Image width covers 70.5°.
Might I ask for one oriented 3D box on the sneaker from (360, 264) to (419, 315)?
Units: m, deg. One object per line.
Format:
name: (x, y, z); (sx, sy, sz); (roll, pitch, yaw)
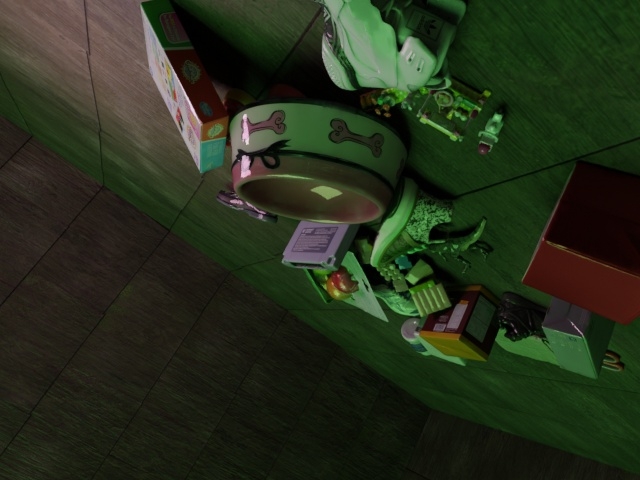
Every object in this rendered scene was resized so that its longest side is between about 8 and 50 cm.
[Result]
sneaker: (0.262, 0.179, 1.663); (0.296, 0.112, 0.131); (22, 158, 21)

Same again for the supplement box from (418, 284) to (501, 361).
supplement box: (0.454, 0.260, 1.451); (0.129, 0.194, 0.191); (37, 159, -16)

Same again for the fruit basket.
fruit basket: (0.079, 0.117, 1.629); (0.353, 0.165, 0.327); (12, 139, 51)

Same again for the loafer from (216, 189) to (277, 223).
loafer: (-0.269, -0.150, 1.714); (0.302, 0.095, 0.109); (23, -171, 33)

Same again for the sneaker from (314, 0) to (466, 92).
sneaker: (0.085, -0.350, 0.641); (0.210, 0.137, 0.366); (20, 162, 26)

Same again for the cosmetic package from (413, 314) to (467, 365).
cosmetic package: (0.472, 0.345, 1.691); (0.151, 0.151, 0.184); (11, 153, 42)

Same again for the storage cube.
storage cube: (0.501, 0.005, 0.805); (0.193, 0.184, 0.215); (24, 159, 24)

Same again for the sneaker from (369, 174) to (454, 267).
sneaker: (0.242, -0.009, 1.211); (0.182, 0.158, 0.410); (19, 160, 6)

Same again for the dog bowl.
dog bowl: (-0.015, -0.150, 1.015); (0.407, 0.150, 0.408); (8, 168, 2)

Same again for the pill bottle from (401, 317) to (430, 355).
pill bottle: (0.440, 0.429, 1.994); (0.112, 0.112, 0.187); (11, 152, 43)

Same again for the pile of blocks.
pile of blocks: (0.274, 0.086, 1.476); (0.362, 0.149, 0.112); (40, -157, 1)

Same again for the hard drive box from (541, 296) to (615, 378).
hard drive box: (0.622, 0.193, 1.078); (0.089, 0.181, 0.232); (11, 151, 45)

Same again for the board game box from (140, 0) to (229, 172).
board game box: (-0.320, -0.352, 1.071); (0.317, 0.064, 0.242); (62, 159, 7)

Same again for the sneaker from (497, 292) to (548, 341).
sneaker: (0.619, 0.255, 1.308); (0.227, 0.130, 0.087); (24, 161, 12)

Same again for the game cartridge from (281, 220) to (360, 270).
game cartridge: (0.000, 0.000, 1.484); (0.062, 0.198, 0.297); (43, 157, -28)

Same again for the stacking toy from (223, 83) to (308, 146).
stacking toy: (-0.122, -0.251, 1.169); (0.309, 0.130, 0.279); (10, 151, 46)

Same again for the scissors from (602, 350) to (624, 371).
scissors: (0.781, 0.339, 1.425); (0.297, 0.021, 0.109); (13, 153, 39)

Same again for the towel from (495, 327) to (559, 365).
towel: (0.677, 0.332, 1.504); (0.187, 0.049, 0.282); (40, 164, -20)

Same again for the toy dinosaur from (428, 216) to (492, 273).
toy dinosaur: (0.378, 0.021, 1.204); (0.118, 0.064, 0.268); (41, 156, -7)

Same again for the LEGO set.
LEGO set: (0.179, -0.231, 0.816); (0.287, 0.107, 0.132); (22, 158, 23)
